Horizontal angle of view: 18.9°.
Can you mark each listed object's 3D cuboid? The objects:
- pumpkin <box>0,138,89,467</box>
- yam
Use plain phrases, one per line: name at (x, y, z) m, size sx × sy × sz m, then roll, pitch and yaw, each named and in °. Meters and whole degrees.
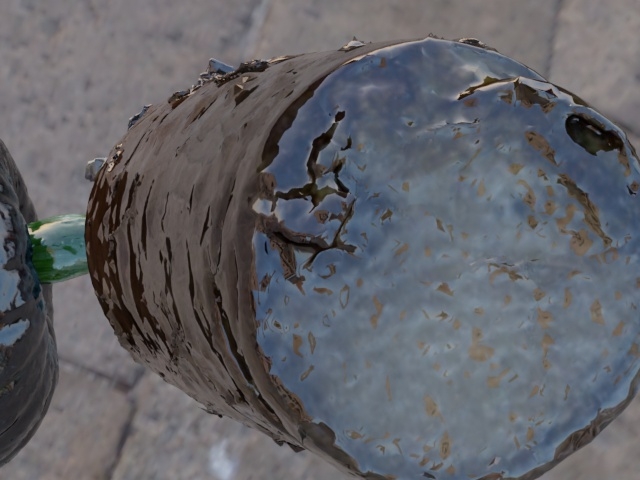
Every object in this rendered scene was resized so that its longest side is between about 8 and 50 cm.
pumpkin at (-0.221, 0.024, 1.187) m, size 0.248 × 0.248 × 0.248 m, roll 10°, pitch 54°, yaw -14°
yam at (-0.002, 0.001, 0.588) m, size 0.131 × 0.279 × 0.131 m, roll 0°, pitch 91°, yaw -14°
